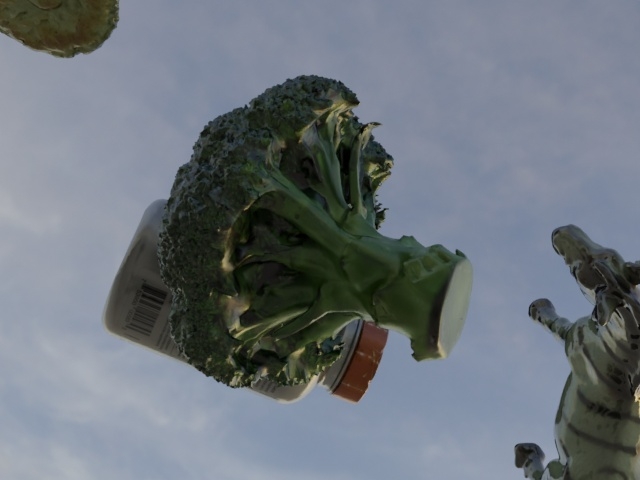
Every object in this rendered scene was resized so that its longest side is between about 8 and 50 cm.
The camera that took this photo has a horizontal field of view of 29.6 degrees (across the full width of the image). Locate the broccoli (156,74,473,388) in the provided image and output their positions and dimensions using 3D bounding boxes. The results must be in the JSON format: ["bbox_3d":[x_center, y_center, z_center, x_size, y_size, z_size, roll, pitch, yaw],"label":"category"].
[{"bbox_3d":[0.000,0.000,1.099,0.297,0.297,0.298,16,-51,24],"label":"broccoli"}]

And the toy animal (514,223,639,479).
[{"bbox_3d":[0.160,0.097,0.696,0.073,0.176,0.217,1,-86,1],"label":"toy animal"}]

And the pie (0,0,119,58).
[{"bbox_3d":[-0.230,-0.260,0.918,0.201,0.090,0.248,23,-41,6],"label":"pie"}]

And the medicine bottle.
[{"bbox_3d":[-0.076,0.078,1.296,0.288,0.157,0.157,23,-47,-6],"label":"medicine bottle"}]
